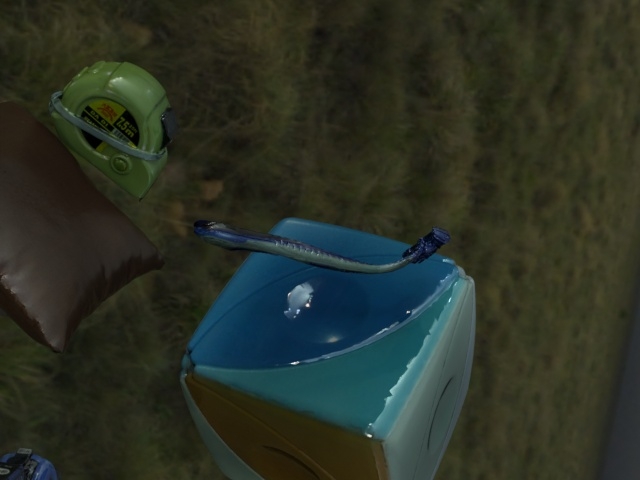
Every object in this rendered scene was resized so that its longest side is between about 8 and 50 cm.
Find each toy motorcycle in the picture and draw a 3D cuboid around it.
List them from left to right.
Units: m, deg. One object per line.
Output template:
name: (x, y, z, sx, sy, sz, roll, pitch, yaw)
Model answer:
toy motorcycle: (-0.541, 0.540, 1.591, 0.212, 0.125, 0.359, -49, 142, -72)

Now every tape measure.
tape measure: (-0.268, -0.160, 1.202, 0.154, 0.177, 0.087, -45, -164, 34)

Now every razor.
razor: (0.001, 0.012, 1.138, 0.093, 0.324, 0.056, 134, -44, -60)

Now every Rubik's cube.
Rubik's cube: (0.027, 0.210, 1.406, 0.347, 0.352, 0.351, 81, 31, -47)

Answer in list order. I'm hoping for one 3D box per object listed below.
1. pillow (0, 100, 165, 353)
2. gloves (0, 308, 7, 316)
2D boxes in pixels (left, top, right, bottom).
pillow: (-0.346, -0.031, 1.077, 0.108, 0.305, 0.308, -42, -176, 20)
gloves: (-0.446, 0.050, 1.450, 0.142, 0.119, 0.285, -29, 174, -31)
